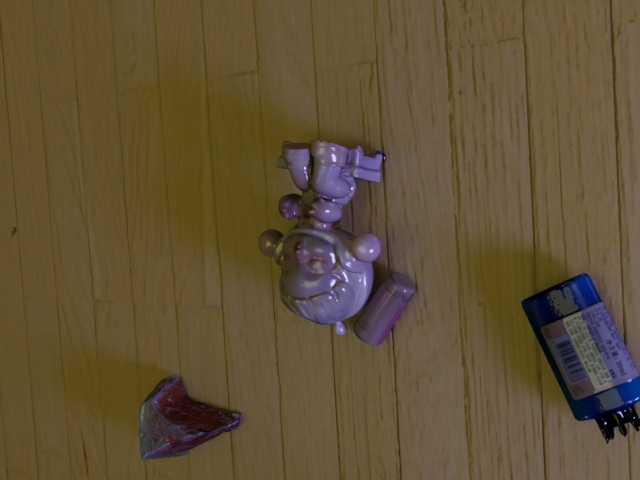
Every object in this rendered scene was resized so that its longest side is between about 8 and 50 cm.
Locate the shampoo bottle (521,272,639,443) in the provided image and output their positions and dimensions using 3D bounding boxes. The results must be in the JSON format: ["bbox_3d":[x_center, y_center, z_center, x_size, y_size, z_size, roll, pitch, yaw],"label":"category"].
[{"bbox_3d":[0.300,0.134,0.938,0.087,0.050,0.183,-30,77,31],"label":"shampoo bottle"}]

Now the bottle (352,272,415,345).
[{"bbox_3d":[0.083,0.089,1.092,0.045,0.045,0.096,43,116,24],"label":"bottle"}]

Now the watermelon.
[{"bbox_3d":[-0.212,0.301,1.298,0.158,0.098,0.121,21,107,28],"label":"watermelon"}]

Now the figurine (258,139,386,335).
[{"bbox_3d":[0.000,-0.001,1.097,0.182,0.144,0.256,6,96,14],"label":"figurine"}]
